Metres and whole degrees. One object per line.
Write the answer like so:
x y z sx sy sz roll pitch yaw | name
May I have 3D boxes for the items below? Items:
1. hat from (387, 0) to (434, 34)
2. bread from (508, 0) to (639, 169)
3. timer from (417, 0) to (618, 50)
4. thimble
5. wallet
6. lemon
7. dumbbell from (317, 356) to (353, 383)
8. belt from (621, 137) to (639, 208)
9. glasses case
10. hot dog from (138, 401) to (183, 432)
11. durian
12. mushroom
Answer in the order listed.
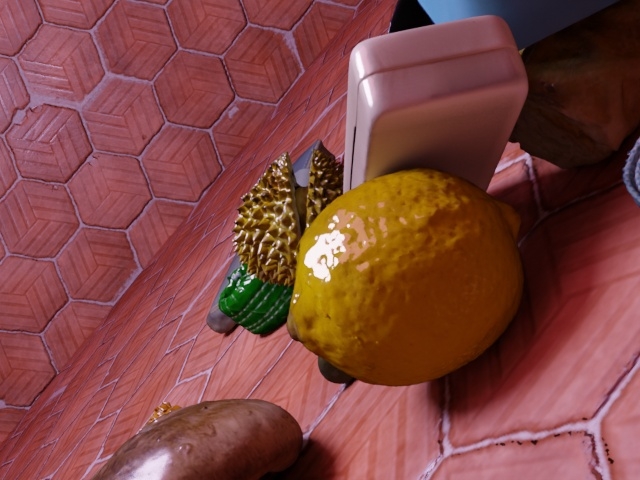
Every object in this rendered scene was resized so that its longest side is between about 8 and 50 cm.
0.173 -0.248 0.971 0.336 0.238 0.209 -49 14 -13 | hat
0.264 -0.193 0.805 0.152 0.130 0.267 22 68 35 | bread
0.192 -0.296 0.770 0.250 0.091 0.232 -25 50 -1 | timer
-0.086 0.073 1.256 0.130 0.090 0.118 -27 29 58 | thimble
-0.080 -0.018 1.496 0.252 0.083 0.360 -47 15 35 | wallet
0.071 0.029 0.717 0.193 0.181 0.180 -55 14 8 | lemon
0.020 0.109 0.937 0.052 0.046 0.118 -41 16 12 | dumbbell
0.237 0.007 0.488 0.087 0.072 0.302 -45 15 30 | belt
0.092 -0.080 0.790 0.131 0.070 0.313 -12 -21 -4 | glasses case
-0.250 0.307 1.235 0.072 0.055 0.188 -30 25 57 | hot dog
0.000 0.000 1.126 0.193 0.138 0.237 -50 -27 -2 | durian
-0.137 0.249 0.831 0.278 0.146 0.278 -38 -8 -6 | mushroom
